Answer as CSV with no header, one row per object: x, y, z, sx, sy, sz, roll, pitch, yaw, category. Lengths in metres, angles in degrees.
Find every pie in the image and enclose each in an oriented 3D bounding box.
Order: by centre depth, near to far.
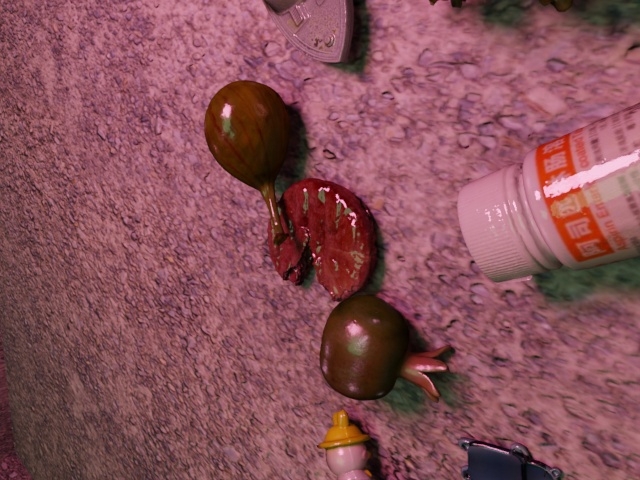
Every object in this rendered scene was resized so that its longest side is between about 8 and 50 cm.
0.000,0.000,0.754,0.218,0.054,0.205,31,119,32,pie

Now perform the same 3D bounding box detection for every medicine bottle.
0.281,-0.046,0.458,0.252,0.144,0.145,-24,85,43,medicine bottle

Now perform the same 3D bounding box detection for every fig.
-0.089,-0.129,0.743,0.151,0.151,0.259,-25,95,40,fig

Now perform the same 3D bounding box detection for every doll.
0.061,0.411,0.758,0.098,0.135,0.241,-22,68,15,doll

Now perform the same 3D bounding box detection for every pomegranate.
0.095,0.169,0.680,0.190,0.131,0.152,12,104,13,pomegranate

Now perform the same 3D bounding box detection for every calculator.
0.267,0.327,0.640,0.141,0.019,0.094,0,101,37,calculator

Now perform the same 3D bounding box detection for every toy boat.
-0.038,-0.395,0.659,0.141,0.092,0.320,-33,81,41,toy boat

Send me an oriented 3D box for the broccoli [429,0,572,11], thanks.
0.181,-0.386,0.413,0.334,0.272,0.324,54,167,7,broccoli
